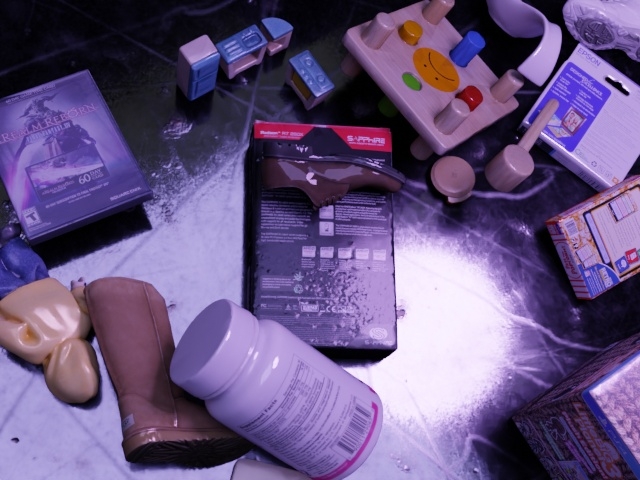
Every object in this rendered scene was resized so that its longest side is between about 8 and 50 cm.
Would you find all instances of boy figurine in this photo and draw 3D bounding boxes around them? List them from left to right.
[{"bbox_3d":[-0.407,0.110,1.361,0.285,0.092,0.177,53,44,5],"label":"boy figurine"}]

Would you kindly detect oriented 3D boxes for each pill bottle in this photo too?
[{"bbox_3d":[-0.061,0.211,1.304,0.283,0.160,0.160,38,68,-25],"label":"pill bottle"}]

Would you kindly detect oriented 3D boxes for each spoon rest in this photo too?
[{"bbox_3d":[0.359,-0.376,1.608,0.137,0.084,0.276,29,33,-26],"label":"spoon rest"}]

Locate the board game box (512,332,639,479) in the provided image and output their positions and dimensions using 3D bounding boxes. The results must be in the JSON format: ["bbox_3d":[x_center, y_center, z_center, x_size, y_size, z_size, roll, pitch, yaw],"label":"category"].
[{"bbox_3d":[0.459,0.243,1.374,0.232,0.291,0.141,-31,80,-18],"label":"board game box"}]

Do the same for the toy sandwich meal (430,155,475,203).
[{"bbox_3d":[0.226,-0.104,1.581,0.085,0.029,0.086,2,69,-6],"label":"toy sandwich meal"}]

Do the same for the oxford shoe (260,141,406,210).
[{"bbox_3d":[0.019,-0.090,1.423,0.227,0.083,0.096,7,90,-8],"label":"oxford shoe"}]

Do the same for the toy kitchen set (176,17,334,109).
[{"bbox_3d":[-0.104,-0.270,1.522,0.207,0.122,0.166,-32,81,-18],"label":"toy kitchen set"}]

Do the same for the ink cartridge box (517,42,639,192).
[{"bbox_3d":[0.488,-0.216,1.654,0.206,0.045,0.208,37,72,2],"label":"ink cartridge box"}]

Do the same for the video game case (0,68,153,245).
[{"bbox_3d":[-0.404,-0.136,1.438,0.196,0.026,0.274,-23,63,-17],"label":"video game case"}]

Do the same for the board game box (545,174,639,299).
[{"bbox_3d":[0.495,-0.007,1.569,0.193,0.045,0.147,-25,96,-17],"label":"board game box"}]

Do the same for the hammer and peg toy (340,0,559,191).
[{"bbox_3d":[0.224,-0.238,1.537,0.361,0.127,0.266,50,46,7],"label":"hammer and peg toy"}]

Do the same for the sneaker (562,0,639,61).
[{"bbox_3d":[0.554,-0.411,1.717,0.232,0.090,0.115,18,63,-14],"label":"sneaker"}]

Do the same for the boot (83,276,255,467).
[{"bbox_3d":[-0.218,0.189,1.362,0.236,0.089,0.269,20,40,-47],"label":"boot"}]

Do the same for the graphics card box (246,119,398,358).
[{"bbox_3d":[0.000,0.000,1.471,0.232,0.094,0.371,2,71,-10],"label":"graphics card box"}]

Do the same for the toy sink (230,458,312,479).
[{"bbox_3d":[-0.069,0.432,1.300,0.152,0.131,0.234,17,70,-5],"label":"toy sink"}]
